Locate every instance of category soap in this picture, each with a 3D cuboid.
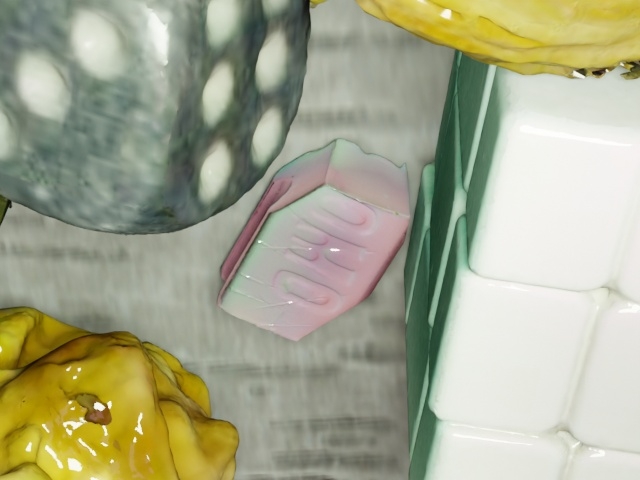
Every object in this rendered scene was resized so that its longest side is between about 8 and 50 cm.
[{"bbox_3d":[0.000,0.000,1.276,0.100,0.056,0.149,24,122,-15],"label":"soap"}]

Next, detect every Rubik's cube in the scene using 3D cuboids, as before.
[{"bbox_3d":[0.229,0.002,1.107,0.319,0.322,0.316,7,122,-2],"label":"Rubik's cube"}]

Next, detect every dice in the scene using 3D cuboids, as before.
[{"bbox_3d":[-0.121,-0.121,1.101,0.183,0.181,0.182,21,123,24],"label":"dice"}]

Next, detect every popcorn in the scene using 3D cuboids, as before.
[{"bbox_3d":[-0.198,0.160,1.278,0.316,0.297,0.281,-34,83,48],"label":"popcorn"}]

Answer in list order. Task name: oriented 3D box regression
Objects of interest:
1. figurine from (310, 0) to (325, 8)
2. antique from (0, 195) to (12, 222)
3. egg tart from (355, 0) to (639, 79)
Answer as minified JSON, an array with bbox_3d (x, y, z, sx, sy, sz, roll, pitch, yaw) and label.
[{"bbox_3d":[-0.014,-0.165,1.173,0.083,0.050,0.047,-36,120,24],"label":"figurine"},{"bbox_3d":[-0.323,-0.065,1.242,0.221,0.080,0.081,18,121,-7],"label":"antique"},{"bbox_3d":[0.112,-0.298,0.953,0.443,0.178,0.443,1,87,-21],"label":"egg tart"}]
